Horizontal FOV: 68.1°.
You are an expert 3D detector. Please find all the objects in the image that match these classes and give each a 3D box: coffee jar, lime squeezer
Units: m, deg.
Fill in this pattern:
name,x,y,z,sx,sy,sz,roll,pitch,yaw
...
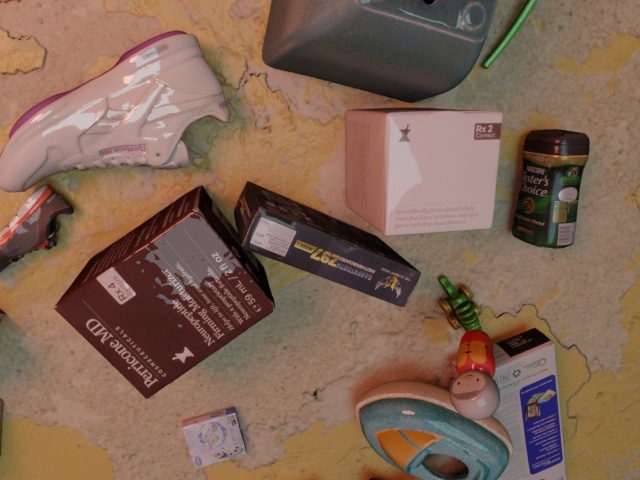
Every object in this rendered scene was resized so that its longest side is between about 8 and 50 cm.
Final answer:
name,x,y,z,sx,sy,sz,roll,pitch,yaw
coffee jar,0.370,-0.086,0.767,0.079,0.096,0.184,-3,107,-15
lime squeezer,0.304,-0.409,0.675,0.110,0.059,0.310,-3,108,-13

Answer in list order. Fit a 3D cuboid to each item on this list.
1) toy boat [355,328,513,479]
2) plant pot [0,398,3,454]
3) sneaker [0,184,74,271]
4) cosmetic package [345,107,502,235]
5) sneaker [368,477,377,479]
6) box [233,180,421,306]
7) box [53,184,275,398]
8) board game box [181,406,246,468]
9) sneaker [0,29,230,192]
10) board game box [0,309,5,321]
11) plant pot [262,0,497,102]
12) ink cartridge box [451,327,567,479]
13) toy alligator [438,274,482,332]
name,x,y,z,sx,sy,sz,roll,pitch,yaw
toy boat,0.195,0.291,0.761,0.268,0.148,0.318,20,125,6
plant pot,-0.533,0.297,0.672,0.109,0.096,0.109,9,104,-15
sneaker,-0.394,0.002,0.636,0.065,0.061,0.158,39,95,-27
cosmetic package,0.129,-0.105,0.657,0.151,0.183,0.151,-4,107,-11
sneaker,0.153,0.480,0.866,0.132,0.086,0.229,44,121,-10
box,0.000,0.000,0.659,0.233,0.183,0.059,22,101,-19
box,-0.195,0.059,0.640,0.203,0.167,0.168,-35,111,-1
board game box,-0.180,0.336,0.807,0.090,0.020,0.090,-13,109,-10
sneaker,-0.256,-0.129,0.596,0.305,0.114,0.152,-32,110,-2
board game box,-0.583,0.163,0.594,0.275,0.144,0.142,-38,111,1
plant pot,0.085,-0.307,0.550,0.248,0.252,0.247,9,105,-15
ink cartridge box,0.372,0.357,0.912,0.176,0.069,0.370,-20,112,-6
toy alligator,0.261,0.142,0.833,0.056,0.051,0.189,-33,111,-1
